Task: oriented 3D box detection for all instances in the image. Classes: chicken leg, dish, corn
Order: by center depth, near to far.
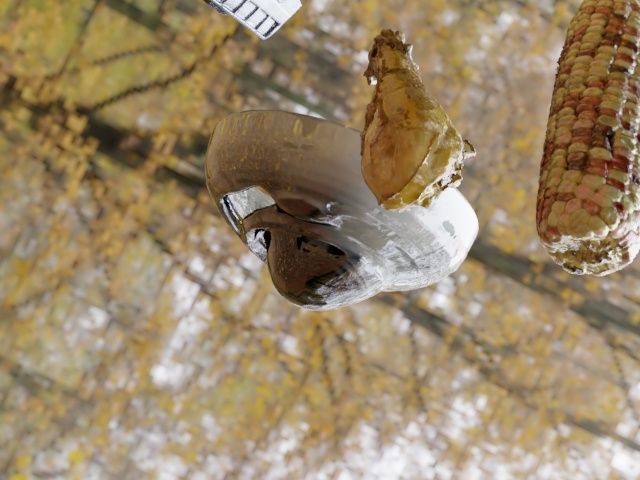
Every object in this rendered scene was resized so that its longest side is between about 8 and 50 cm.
[{"bbox_3d":[0.215,-0.092,1.267,0.086,0.086,0.253,-37,-147,52],"label":"corn"},{"bbox_3d":[0.075,-0.101,1.405,0.085,0.101,0.207,-40,-146,26],"label":"chicken leg"},{"bbox_3d":[0.000,0.000,1.580,0.273,0.273,0.134,-22,-138,63],"label":"dish"}]

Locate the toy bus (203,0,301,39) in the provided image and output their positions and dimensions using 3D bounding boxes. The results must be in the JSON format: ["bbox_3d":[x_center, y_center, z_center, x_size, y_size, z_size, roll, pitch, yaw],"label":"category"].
[{"bbox_3d":[-0.065,-0.221,1.429,0.065,0.047,0.166,-45,164,7],"label":"toy bus"}]
